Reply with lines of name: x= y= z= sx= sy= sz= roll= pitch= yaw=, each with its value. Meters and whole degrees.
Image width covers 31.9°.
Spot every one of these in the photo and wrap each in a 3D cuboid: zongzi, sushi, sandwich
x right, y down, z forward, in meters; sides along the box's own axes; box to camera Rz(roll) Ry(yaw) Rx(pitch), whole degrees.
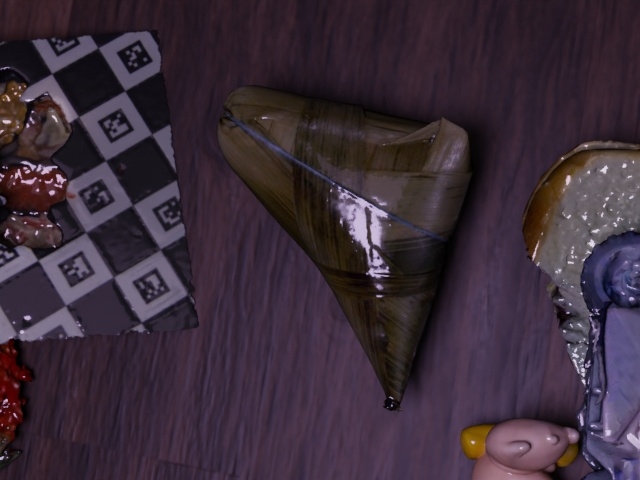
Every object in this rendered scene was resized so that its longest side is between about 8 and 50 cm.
zongzi: x=0.000 y=0.000 z=0.947 sx=0.221 sy=0.112 sz=0.242 roll=15 pitch=88 yaw=14
sushi: x=-0.261 y=-0.044 z=1.054 sx=0.264 sy=0.050 sz=0.290 roll=-6 pitch=80 yaw=-6
sandwich: x=0.252 y=0.081 z=0.877 sx=0.254 sy=0.099 sz=0.288 roll=25 pitch=91 yaw=9

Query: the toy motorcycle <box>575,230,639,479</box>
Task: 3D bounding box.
toy motorcycle: x=0.273 y=0.118 z=0.766 sx=0.204 sy=0.108 sz=0.239 roll=7 pitch=88 yaw=8

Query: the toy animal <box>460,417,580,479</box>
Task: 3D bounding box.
toy animal: x=0.164 y=0.185 z=0.888 sx=0.091 sy=0.114 sz=0.082 roll=11 pitch=72 yaw=-15

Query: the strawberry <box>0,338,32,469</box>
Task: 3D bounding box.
strawberry: x=-0.376 y=0.117 z=1.034 sx=0.175 sy=0.107 sz=0.236 roll=-38 pitch=75 yaw=8
